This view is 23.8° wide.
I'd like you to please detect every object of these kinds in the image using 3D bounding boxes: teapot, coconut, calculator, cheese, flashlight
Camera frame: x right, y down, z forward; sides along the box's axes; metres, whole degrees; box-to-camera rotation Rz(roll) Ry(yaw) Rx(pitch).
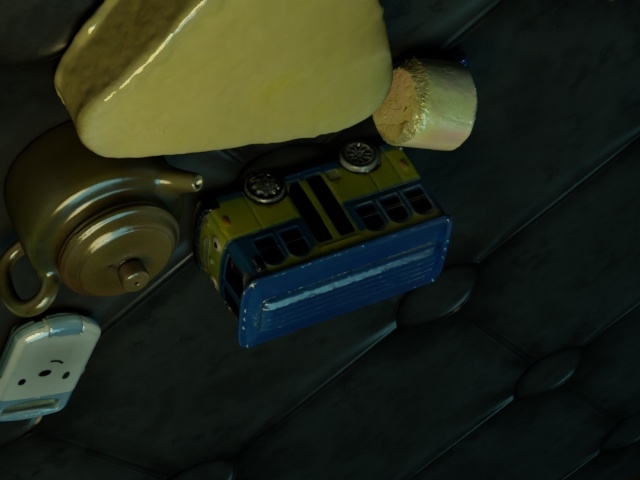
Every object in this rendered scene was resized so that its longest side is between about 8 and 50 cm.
[{"bbox_3d":[-0.246,-0.010,1.664,0.268,0.175,0.185,-38,146,9],"label":"teapot"},{"bbox_3d":[0.135,-0.164,1.835,0.122,0.116,0.116,3,134,-36],"label":"coconut"},{"bbox_3d":[-0.357,0.163,1.932,0.121,0.039,0.210,-3,139,-36],"label":"calculator"},{"bbox_3d":[-0.107,-0.207,1.575,0.384,0.104,0.384,-22,147,-15],"label":"cheese"},{"bbox_3d":[0.173,-0.190,1.906,0.057,0.035,0.121,-22,147,-14],"label":"flashlight"}]

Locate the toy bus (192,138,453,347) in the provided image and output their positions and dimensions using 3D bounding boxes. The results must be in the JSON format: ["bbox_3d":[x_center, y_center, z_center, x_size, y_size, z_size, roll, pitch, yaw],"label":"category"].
[{"bbox_3d":[0.000,0.000,1.886,0.288,0.175,0.138,-19,147,-20],"label":"toy bus"}]
